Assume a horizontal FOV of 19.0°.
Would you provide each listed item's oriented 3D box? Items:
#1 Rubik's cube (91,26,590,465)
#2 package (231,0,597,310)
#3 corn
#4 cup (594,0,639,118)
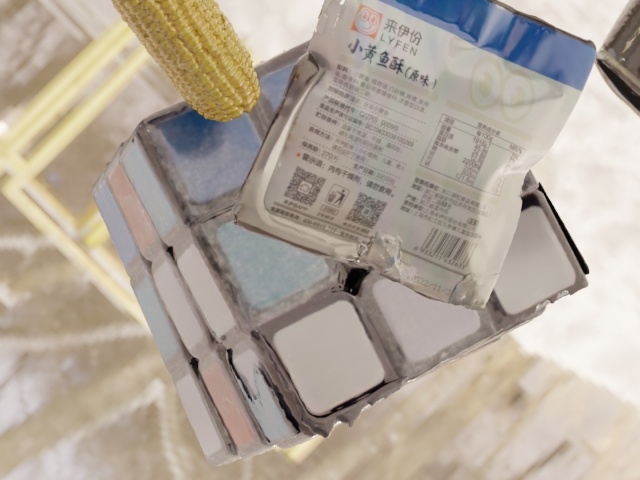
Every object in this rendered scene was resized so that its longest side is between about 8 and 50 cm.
[{"bbox_3d":[0.000,0.000,1.950,0.363,0.362,0.359,61,163,5],"label":"Rubik's cube"},{"bbox_3d":[0.056,-0.060,1.065,0.171,0.173,0.027,21,-175,-23],"label":"package"},{"bbox_3d":[-0.130,-0.200,1.660,0.238,0.080,0.080,56,172,-27],"label":"corn"},{"bbox_3d":[0.354,-0.160,1.678,0.223,0.176,0.169,33,-172,-48],"label":"cup"}]
